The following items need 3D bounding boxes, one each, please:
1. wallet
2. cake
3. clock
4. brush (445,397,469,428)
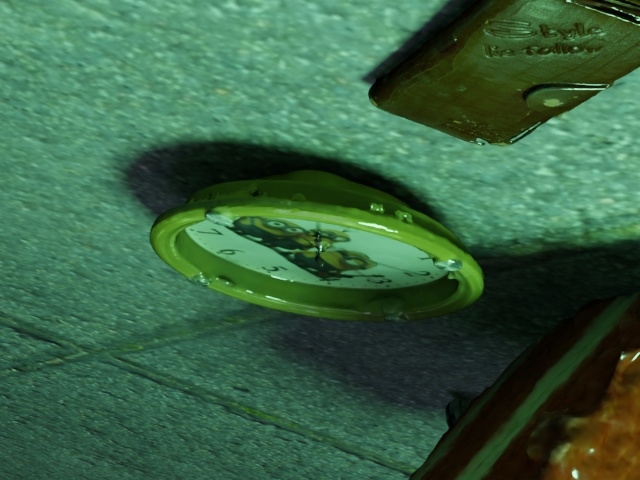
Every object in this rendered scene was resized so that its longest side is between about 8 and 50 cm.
[{"bbox_3d":[0.100,-0.090,0.724,0.095,0.026,0.176,16,159,-19],"label":"wallet"},{"bbox_3d":[0.215,0.216,1.008,0.270,0.269,0.319,45,162,-4],"label":"cake"},{"bbox_3d":[0.000,0.000,0.969,0.237,0.057,0.237,9,161,3],"label":"clock"},{"bbox_3d":[0.212,0.227,1.450,0.060,0.068,0.297,-20,146,19],"label":"brush"}]
